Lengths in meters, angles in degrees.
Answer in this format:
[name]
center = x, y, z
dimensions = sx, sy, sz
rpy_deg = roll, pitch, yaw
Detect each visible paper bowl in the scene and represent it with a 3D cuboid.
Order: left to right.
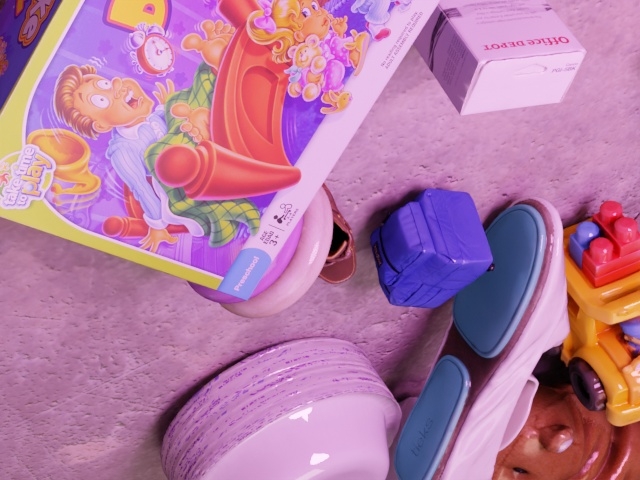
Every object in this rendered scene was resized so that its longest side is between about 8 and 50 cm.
[paper bowl]
center = -0.034, 0.259, 1.269
dimensions = 0.284, 0.148, 0.284
rpy_deg = -23, 145, -17

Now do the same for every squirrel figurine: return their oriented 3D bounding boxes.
[squirrel figurine]
center = 0.377, 0.241, 1.495
dimensions = 0.370, 0.281, 0.397
rpy_deg = 27, 105, -38

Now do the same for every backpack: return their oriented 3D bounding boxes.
[backpack]
center = 0.101, 0.011, 1.099
dimensions = 0.101, 0.098, 0.120
rpy_deg = 6, 148, -26

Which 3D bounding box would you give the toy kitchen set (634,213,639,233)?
[toy kitchen set]
center = 0.519, -0.043, 1.278
dimensions = 0.166, 0.122, 0.207
rpy_deg = 3, 136, -36

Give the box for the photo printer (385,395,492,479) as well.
[photo printer]
center = 0.146, 0.373, 1.413
dimensions = 0.107, 0.308, 0.256
rpy_deg = -8, 145, -24

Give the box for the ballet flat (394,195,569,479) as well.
[ballet flat]
center = 0.207, 0.130, 1.233
dimensions = 0.139, 0.139, 0.400
rpy_deg = 2, 119, -36

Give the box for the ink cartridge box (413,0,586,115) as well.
[ink cartridge box]
center = 0.128, -0.166, 0.843
dimensions = 0.099, 0.135, 0.056
rpy_deg = -9, 142, -23

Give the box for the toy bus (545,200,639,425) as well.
[toy bus]
center = 0.343, 0.067, 1.232
dimensions = 0.149, 0.220, 0.211
rpy_deg = -20, 140, -11

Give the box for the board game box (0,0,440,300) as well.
[board game box]
center = -0.060, -0.148, 0.689
dimensions = 0.233, 0.078, 0.347
rpy_deg = 22, 107, -40

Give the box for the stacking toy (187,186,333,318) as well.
[stacking toy]
center = -0.138, -0.048, 0.835
dimensions = 0.141, 0.141, 0.330
rpy_deg = -41, 140, 19

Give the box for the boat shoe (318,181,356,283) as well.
[boat shoe]
center = 0.000, 0.000, 1.044
dimensions = 0.064, 0.060, 0.178
rpy_deg = -26, 146, -1
